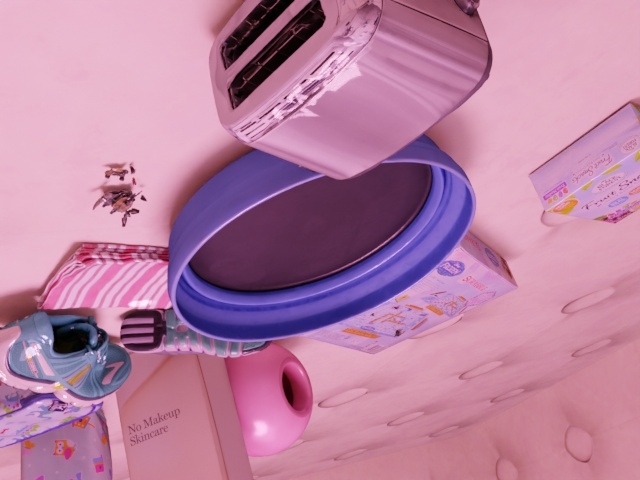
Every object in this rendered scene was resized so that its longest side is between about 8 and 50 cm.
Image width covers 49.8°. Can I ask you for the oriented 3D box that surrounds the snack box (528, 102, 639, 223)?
[{"bbox_3d":[0.435,-0.101,0.995,0.207,0.070,0.174,6,146,-39],"label":"snack box"}]

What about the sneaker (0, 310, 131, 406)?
[{"bbox_3d":[-0.336,0.160,0.955,0.110,0.107,0.275,-30,159,6],"label":"sneaker"}]

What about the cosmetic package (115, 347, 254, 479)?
[{"bbox_3d":[-0.218,0.306,1.096,0.160,0.309,0.113,-25,155,11],"label":"cosmetic package"}]

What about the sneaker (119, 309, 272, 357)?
[{"bbox_3d":[-0.183,0.138,1.046,0.224,0.083,0.098,3,164,-4],"label":"sneaker"}]

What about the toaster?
[{"bbox_3d":[0.012,-0.141,0.560,0.147,0.129,0.227,13,146,-42],"label":"toaster"}]

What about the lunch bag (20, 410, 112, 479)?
[{"bbox_3d":[-0.472,0.441,1.298,0.160,0.223,0.262,-6,154,-13],"label":"lunch bag"}]

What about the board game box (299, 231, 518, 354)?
[{"bbox_3d":[0.147,0.093,1.198,0.318,0.065,0.319,-28,153,21],"label":"board game box"}]

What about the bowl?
[{"bbox_3d":[0.000,0.000,0.863,0.391,0.077,0.391,-16,151,-10],"label":"bowl"}]

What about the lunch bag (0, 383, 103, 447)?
[{"bbox_3d":[-0.470,0.258,1.090,0.219,0.090,0.176,-22,158,9],"label":"lunch bag"}]

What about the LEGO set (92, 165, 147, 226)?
[{"bbox_3d":[-0.209,-0.050,0.722,0.054,0.023,0.083,-1,137,-37],"label":"LEGO set"}]

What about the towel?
[{"bbox_3d":[-0.246,0.055,0.895,0.197,0.029,0.144,5,147,-41],"label":"towel"}]

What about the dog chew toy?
[{"bbox_3d":[-0.182,0.311,1.276,0.332,0.206,0.207,-22,156,24],"label":"dog chew toy"}]
